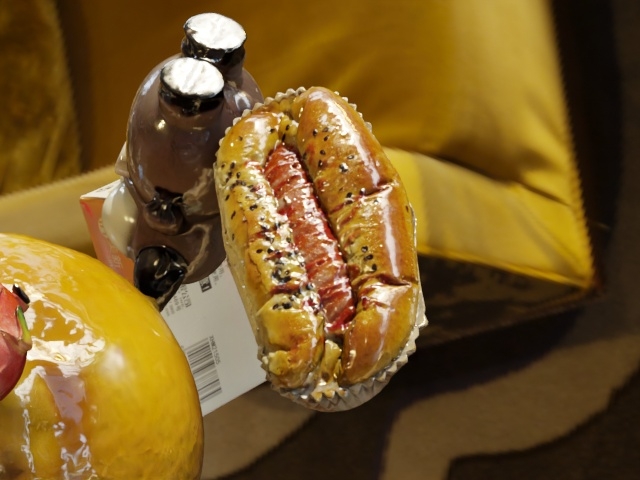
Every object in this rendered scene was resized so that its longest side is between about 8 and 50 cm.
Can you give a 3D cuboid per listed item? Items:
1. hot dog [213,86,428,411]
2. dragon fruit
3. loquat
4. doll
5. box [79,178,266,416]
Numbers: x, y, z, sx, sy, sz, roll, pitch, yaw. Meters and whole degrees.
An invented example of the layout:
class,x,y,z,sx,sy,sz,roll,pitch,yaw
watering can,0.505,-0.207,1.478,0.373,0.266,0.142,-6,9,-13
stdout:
class,x,y,z,sx,sy,sz,roll,pitch,yaw
hot dog,0.000,0.000,1.209,0.144,0.075,0.268,-20,57,7
dragon fruit,-0.220,0.071,1.000,0.086,0.081,0.116,-21,60,28
loquat,-0.248,0.150,1.223,0.328,0.328,0.328,-13,70,39
doll,-0.111,-0.061,1.360,0.257,0.117,0.182,111,-177,-50
box,-0.122,0.036,1.791,0.091,0.221,0.273,7,115,49
